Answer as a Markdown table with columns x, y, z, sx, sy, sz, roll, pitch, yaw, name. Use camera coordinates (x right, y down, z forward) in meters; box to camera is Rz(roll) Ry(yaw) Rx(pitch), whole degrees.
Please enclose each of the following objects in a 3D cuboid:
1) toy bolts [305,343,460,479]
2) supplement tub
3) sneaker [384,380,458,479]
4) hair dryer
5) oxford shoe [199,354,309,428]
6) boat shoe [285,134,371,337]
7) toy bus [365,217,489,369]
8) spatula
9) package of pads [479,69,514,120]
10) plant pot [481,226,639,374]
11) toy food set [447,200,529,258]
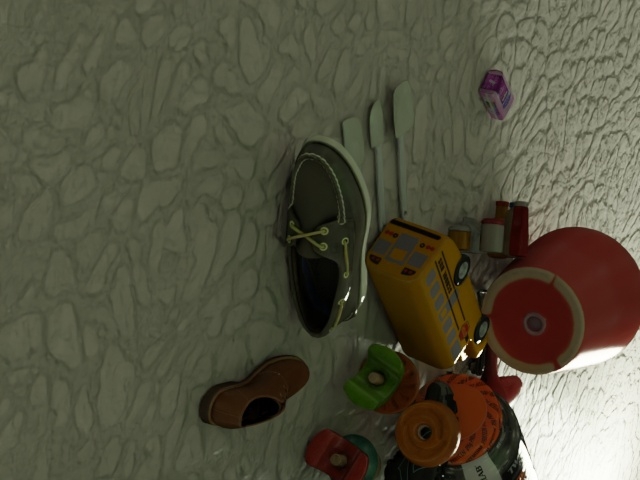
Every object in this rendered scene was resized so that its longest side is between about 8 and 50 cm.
| x | y | z | sx | sy | sz | roll | pitch | yaw | name |
| --- | --- | --- | --- | --- | --- | --- | --- | --- | --- |
| 0.110 | 0.309 | 1.844 | 0.228 | 0.218 | 0.158 | -53 | 155 | 2 | toy bolts |
| 0.271 | 0.395 | 2.097 | 0.207 | 0.207 | 0.338 | -56 | 144 | -24 | supplement tub |
| 0.156 | 0.356 | 1.893 | 0.101 | 0.106 | 0.267 | 24 | 74 | -64 | sneaker |
| 0.332 | 0.245 | 2.240 | 0.224 | 0.080 | 0.293 | -62 | 147 | -17 | hair dryer |
| -0.071 | 0.217 | 1.621 | 0.212 | 0.076 | 0.076 | -23 | 121 | -53 | oxford shoe |
| 0.004 | 0.001 | 1.601 | 0.091 | 0.109 | 0.305 | -48 | 144 | -41 | boat shoe |
| 0.180 | 0.100 | 1.907 | 0.130 | 0.108 | 0.333 | -55 | 146 | -23 | toy bus |
| 0.094 | -0.106 | 1.772 | 0.168 | 0.019 | 0.242 | -41 | 136 | -41 | spatula |
| 0.303 | -0.249 | 2.009 | 0.050 | 0.032 | 0.083 | -64 | 147 | -19 | package of pads |
| 0.429 | 0.125 | 2.139 | 0.243 | 0.274 | 0.275 | -16 | 117 | -58 | plant pot |
| 0.303 | -0.027 | 2.045 | 0.232 | 0.111 | 0.105 | 10 | 84 | -57 | toy food set |
